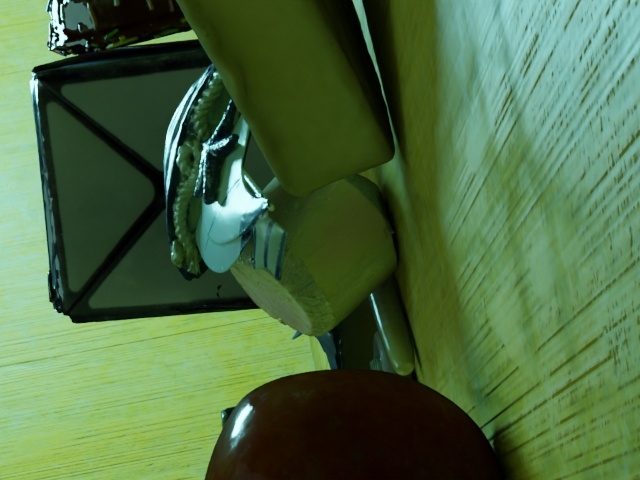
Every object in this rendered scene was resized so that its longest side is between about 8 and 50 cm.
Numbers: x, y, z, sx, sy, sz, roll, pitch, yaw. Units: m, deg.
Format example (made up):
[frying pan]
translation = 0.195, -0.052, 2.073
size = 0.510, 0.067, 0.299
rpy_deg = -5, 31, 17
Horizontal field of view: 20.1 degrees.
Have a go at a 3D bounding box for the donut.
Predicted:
[donut]
translation = -0.210, -0.273, 2.078
size = 0.235, 0.235, 0.089
rpy_deg = -119, 15, -78

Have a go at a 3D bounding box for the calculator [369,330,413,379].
[calculator]
translation = 0.087, 0.235, 1.801
size = 0.185, 0.041, 0.299
rpy_deg = 103, 158, -82

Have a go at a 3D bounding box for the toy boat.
[toy boat]
translation = -0.079, -0.069, 1.615
size = 0.291, 0.070, 0.210
rpy_deg = 175, 99, -70

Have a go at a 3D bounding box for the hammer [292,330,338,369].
[hammer]
translation = 0.036, 0.208, 2.275
size = 0.137, 0.037, 0.290
rpy_deg = 33, 148, 43

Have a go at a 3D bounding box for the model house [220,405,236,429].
[model house]
translation = -0.011, 0.308, 2.097
size = 0.198, 0.224, 0.215
rpy_deg = -117, 17, -75

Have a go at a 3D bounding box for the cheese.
[cheese]
translation = -0.070, -0.262, 1.491
size = 0.384, 0.104, 0.384
rpy_deg = -22, -90, -77

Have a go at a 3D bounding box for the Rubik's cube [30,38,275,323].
[Rubik's cube]
translation = -0.153, -0.078, 2.118
size = 0.307, 0.305, 0.310
rpy_deg = -55, -41, -79

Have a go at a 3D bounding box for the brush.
[brush]
translation = 0.034, 0.061, 1.966
size = 0.123, 0.059, 0.197
rpy_deg = -102, 4, -62

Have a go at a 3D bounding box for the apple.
[apple]
translation = 0.022, 0.196, 1.280
size = 0.230, 0.230, 0.230
rpy_deg = 170, 90, -86

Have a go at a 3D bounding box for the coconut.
[coconut]
translation = 0.000, 0.000, 1.714
size = 0.147, 0.152, 0.147
rpy_deg = 41, 163, 15

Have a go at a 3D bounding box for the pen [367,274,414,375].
[pen]
translation = 0.061, 0.045, 1.769
size = 0.233, 0.032, 0.040
rpy_deg = -107, 31, -49
